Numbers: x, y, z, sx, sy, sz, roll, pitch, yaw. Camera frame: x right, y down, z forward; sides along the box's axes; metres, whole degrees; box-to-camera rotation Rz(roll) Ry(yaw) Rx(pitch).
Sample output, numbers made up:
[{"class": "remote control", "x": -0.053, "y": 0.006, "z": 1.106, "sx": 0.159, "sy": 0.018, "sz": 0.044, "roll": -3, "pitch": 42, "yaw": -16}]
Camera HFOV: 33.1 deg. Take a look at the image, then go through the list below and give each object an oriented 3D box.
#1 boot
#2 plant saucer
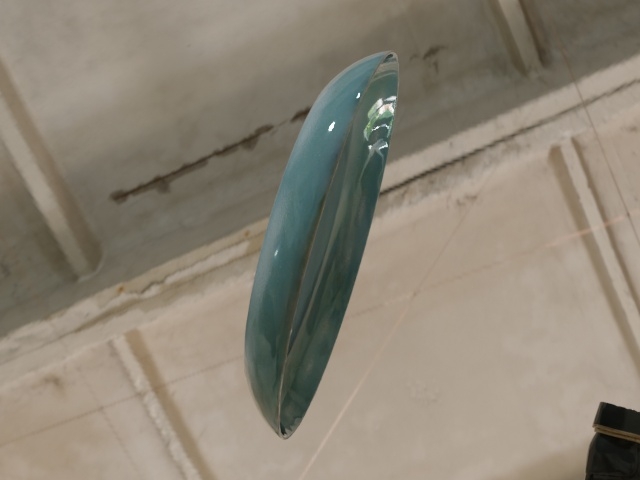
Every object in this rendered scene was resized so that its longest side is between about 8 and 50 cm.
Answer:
[{"class": "boot", "x": 0.275, "y": 0.210, "z": 0.778, "sx": 0.077, "sy": 0.198, "sz": 0.137, "roll": 23, "pitch": -97, "yaw": -42}, {"class": "plant saucer", "x": 0.000, "y": 0.000, "z": 0.862, "sx": 0.043, "sy": 0.317, "sz": 0.318, "roll": 15, "pitch": -70, "yaw": 9}]
